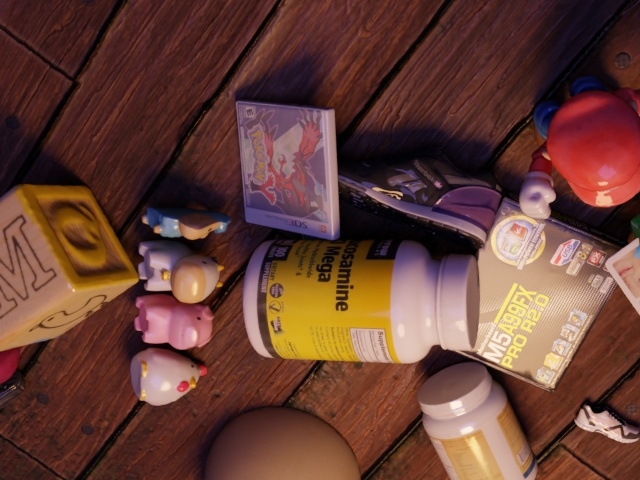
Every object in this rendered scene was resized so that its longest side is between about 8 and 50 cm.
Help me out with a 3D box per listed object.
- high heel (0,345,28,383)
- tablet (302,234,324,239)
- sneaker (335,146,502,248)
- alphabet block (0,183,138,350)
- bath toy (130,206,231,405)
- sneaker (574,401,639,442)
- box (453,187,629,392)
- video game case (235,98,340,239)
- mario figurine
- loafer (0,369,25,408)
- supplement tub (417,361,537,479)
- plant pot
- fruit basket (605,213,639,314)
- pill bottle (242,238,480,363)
[{"bbox_3d":[-0.689,0.231,1.544,0.377,0.181,0.127,-22,105,15],"label":"high heel"},{"bbox_3d":[0.000,0.000,1.452,0.054,0.006,0.083,-14,106,13],"label":"tablet"},{"bbox_3d":[0.137,-0.092,1.367,0.283,0.107,0.124,21,80,10],"label":"sneaker"},{"bbox_3d":[-0.447,0.040,1.414,0.197,0.192,0.193,-34,83,19],"label":"alphabet block"},{"bbox_3d":[-0.231,0.116,1.471,0.129,0.151,0.348,-2,114,-28],"label":"bath toy"},{"bbox_3d":[0.478,0.300,1.468,0.109,0.040,0.043,16,109,2],"label":"sneaker"},{"bbox_3d":[0.328,0.082,1.403,0.216,0.060,0.270,24,111,-1],"label":"box"},{"bbox_3d":[-0.051,-0.111,1.366,0.184,0.023,0.201,12,114,37],"label":"video game case"},{"bbox_3d":[0.366,-0.117,1.186,0.170,0.320,0.198,20,112,2],"label":"mario figurine"},{"bbox_3d":[-0.629,0.300,1.626,0.223,0.076,0.078,-26,140,10],"label":"loafer"},{"bbox_3d":[0.253,0.314,1.451,0.144,0.144,0.199,-23,104,15],"label":"supplement tub"},{"bbox_3d":[-0.081,0.459,1.530,0.284,0.191,0.284,3,110,8],"label":"plant pot"},{"bbox_3d":[0.630,0.059,1.292,0.327,0.165,0.353,-36,110,10],"label":"fruit basket"},{"bbox_3d":[0.066,0.091,1.355,0.334,0.188,0.187,0,109,18],"label":"pill bottle"}]
